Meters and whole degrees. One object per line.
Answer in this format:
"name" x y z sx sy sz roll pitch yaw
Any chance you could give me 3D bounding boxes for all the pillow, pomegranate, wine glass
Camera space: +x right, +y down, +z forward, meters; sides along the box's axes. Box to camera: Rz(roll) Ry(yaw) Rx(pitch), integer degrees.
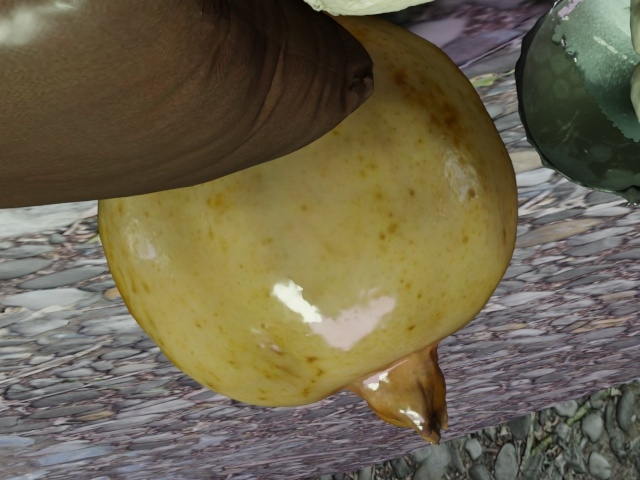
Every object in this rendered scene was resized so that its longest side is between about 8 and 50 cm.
"pillow" -0.159 -0.065 0.602 0.307 0.108 0.305 -4 177 13
"pomegranate" -0.007 -0.015 0.860 0.207 0.207 0.207 -11 167 -3
"wine glass" 0.195 -0.076 0.954 0.122 0.122 0.183 -19 167 29

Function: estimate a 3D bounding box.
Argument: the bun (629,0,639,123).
"bun" 0.260 -0.092 0.702 0.281 0.281 0.205 -11 142 0

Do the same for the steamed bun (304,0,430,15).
"steamed bun" 0.034 -0.134 0.601 0.112 0.091 0.130 -15 176 8
